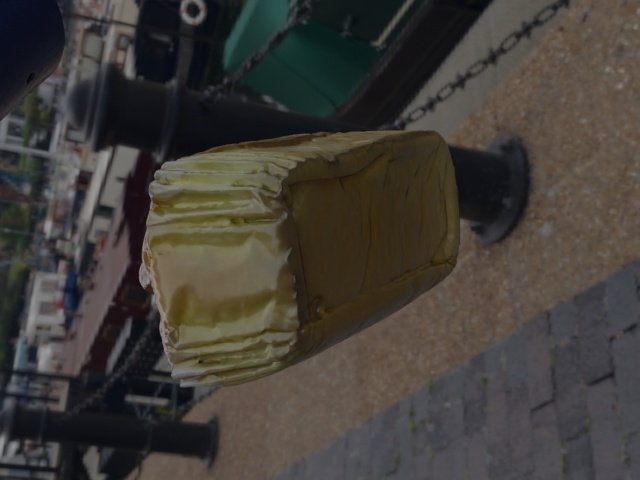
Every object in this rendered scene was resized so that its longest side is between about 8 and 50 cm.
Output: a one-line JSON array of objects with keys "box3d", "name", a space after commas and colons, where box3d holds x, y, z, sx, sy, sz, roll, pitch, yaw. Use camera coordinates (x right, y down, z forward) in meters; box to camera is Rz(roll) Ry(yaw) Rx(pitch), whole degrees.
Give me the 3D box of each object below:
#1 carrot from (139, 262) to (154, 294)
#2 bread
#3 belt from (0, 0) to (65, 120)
[{"box3d": [-0.139, 0.010, 1.050, 0.248, 0.059, 0.059, -26, 53, 41], "name": "carrot"}, {"box3d": [0.000, 0.000, 0.625, 0.119, 0.288, 0.152, -2, 100, 31], "name": "bread"}, {"box3d": [-0.402, -0.193, 0.842, 0.117, 0.347, 0.212, -60, -40, -36], "name": "belt"}]
